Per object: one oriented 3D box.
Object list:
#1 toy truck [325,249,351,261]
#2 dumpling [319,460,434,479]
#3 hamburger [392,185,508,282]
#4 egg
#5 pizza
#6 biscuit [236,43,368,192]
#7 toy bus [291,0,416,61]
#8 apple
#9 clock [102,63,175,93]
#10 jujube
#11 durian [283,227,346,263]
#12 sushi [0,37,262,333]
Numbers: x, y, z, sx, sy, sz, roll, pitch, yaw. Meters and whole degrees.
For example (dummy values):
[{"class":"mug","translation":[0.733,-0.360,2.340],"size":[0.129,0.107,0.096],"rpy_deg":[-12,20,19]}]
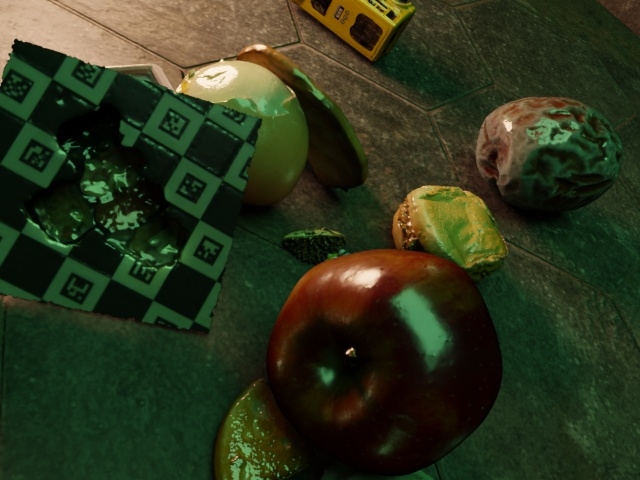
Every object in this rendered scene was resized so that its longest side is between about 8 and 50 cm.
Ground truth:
[{"class":"toy truck","translation":[0.043,0.066,0.987],"size":[0.076,0.077,0.111],"rpy_deg":[-21,67,-40]},{"class":"dumpling","translation":[0.089,0.325,0.782],"size":[0.216,0.105,0.149],"rpy_deg":[7,58,-20]},{"class":"hamburger","translation":[0.232,-0.012,1.134],"size":[0.213,0.108,0.214],"rpy_deg":[14,50,-18]},{"class":"egg","translation":[-0.118,-0.163,0.987],"size":[0.201,0.244,0.201],"rpy_deg":[-15,37,12]},{"class":"pizza","translation":[-0.070,0.260,0.793],"size":[0.130,0.041,0.178],"rpy_deg":[12,50,-18]},{"class":"biscuit","translation":[-0.020,-0.209,1.058],"size":[0.045,0.154,0.299],"rpy_deg":[-48,114,-26]},{"class":"toy bus","translation":[0.048,-0.576,1.459],"size":[0.331,0.145,0.151],"rpy_deg":[37,47,1]},{"class":"apple","translation":[0.086,0.145,0.794],"size":[0.288,0.288,0.317],"rpy_deg":[52,23,17]},{"class":"clock","translation":[-0.330,-0.212,1.012],"size":[0.197,0.063,0.150],"rpy_deg":[-16,64,-37]},{"class":"jujube","translation":[0.493,-0.180,1.323],"size":[0.307,0.247,0.215],"rpy_deg":[-7,15,-20]},{"class":"durian","translation":[-0.003,0.009,1.046],"size":[0.130,0.052,0.066],"rpy_deg":[-2,17,-34]},{"class":"sushi","translation":[-0.281,-0.063,0.850],"size":[0.339,0.069,0.320],"rpy_deg":[14,89,-17]}]
